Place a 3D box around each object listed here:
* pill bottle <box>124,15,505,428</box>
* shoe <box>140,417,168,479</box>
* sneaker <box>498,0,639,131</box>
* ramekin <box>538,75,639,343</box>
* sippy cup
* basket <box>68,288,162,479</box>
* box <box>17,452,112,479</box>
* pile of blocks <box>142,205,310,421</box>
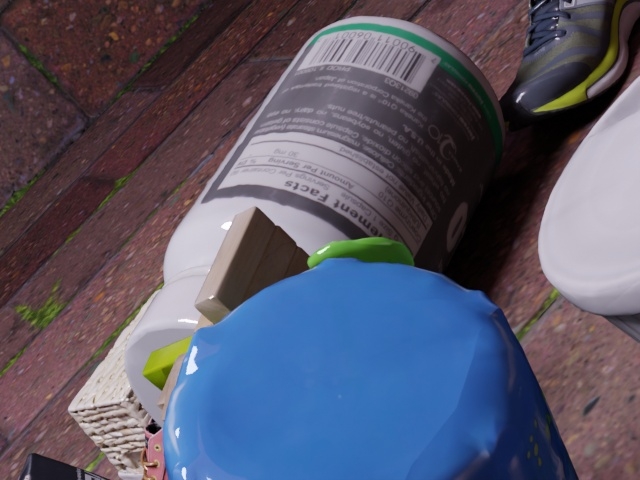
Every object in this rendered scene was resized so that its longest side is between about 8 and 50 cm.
[{"bbox_3d":[0.000,0.000,1.255,0.204,0.204,0.361,-22,28,45],"label":"pill bottle"},{"bbox_3d":[-0.128,0.191,1.289,0.178,0.081,0.063,-43,19,-1],"label":"shoe"},{"bbox_3d":[0.218,-0.213,1.401,0.111,0.121,0.300,-22,28,46],"label":"sneaker"},{"bbox_3d":[0.267,-0.034,0.903,0.273,0.127,0.273,-43,16,15],"label":"ramekin"},{"bbox_3d":[0.029,0.137,0.756,0.240,0.224,0.305,-34,46,-19],"label":"sippy cup"},{"bbox_3d":[-0.131,0.124,1.402,0.113,0.103,0.167,-16,32,50],"label":"basket"},{"bbox_3d":[-0.185,0.323,0.772,0.318,0.097,0.395,-173,105,-83],"label":"box"},{"bbox_3d":[-0.062,0.165,0.972,0.112,0.149,0.362,-25,56,40],"label":"pile of blocks"}]
